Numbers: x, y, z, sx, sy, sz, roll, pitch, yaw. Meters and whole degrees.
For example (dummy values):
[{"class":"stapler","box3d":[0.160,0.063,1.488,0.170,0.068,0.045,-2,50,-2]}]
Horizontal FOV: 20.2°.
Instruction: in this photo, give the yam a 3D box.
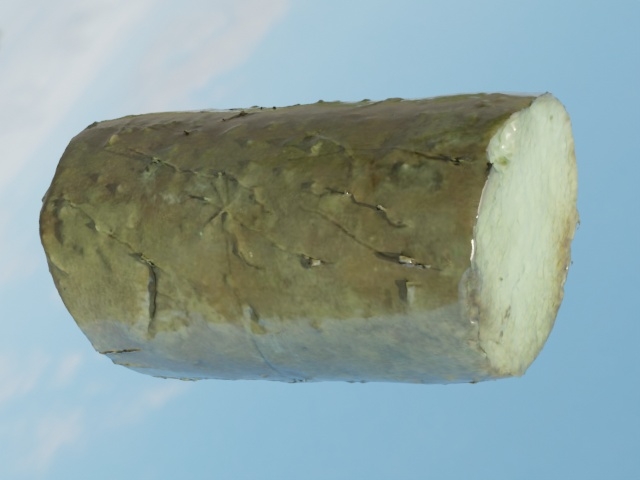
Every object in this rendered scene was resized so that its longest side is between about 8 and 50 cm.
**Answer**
[{"class":"yam","box3d":[0.000,0.000,0.957,0.268,0.161,0.161,-3,-134,30]}]
